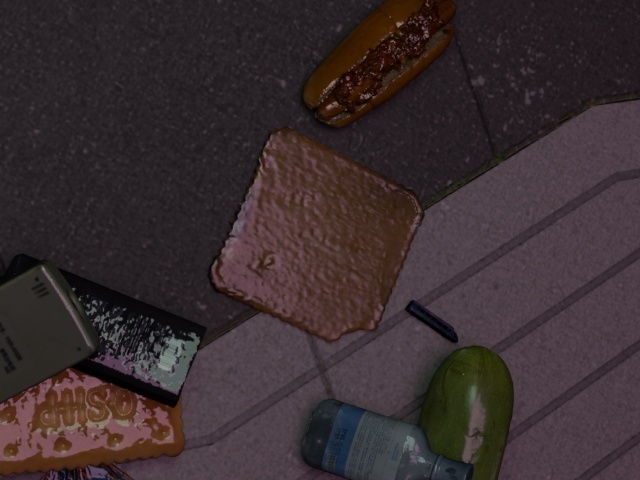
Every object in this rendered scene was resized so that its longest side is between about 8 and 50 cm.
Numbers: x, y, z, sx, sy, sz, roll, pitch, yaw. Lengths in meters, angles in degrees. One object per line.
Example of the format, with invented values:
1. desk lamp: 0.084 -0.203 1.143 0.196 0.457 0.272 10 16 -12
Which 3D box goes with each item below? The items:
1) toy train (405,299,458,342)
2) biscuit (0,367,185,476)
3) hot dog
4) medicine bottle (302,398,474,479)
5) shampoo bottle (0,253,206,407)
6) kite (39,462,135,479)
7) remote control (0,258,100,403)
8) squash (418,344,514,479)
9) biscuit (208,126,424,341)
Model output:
1. toy train: 0.149 0.107 1.695 0.083 0.017 0.017 35 69 -14
2. biscuit: -0.285 0.190 1.524 0.250 0.030 0.160 -3 83 -19
3. hot dog: 0.083 -0.241 1.661 0.249 0.076 0.102 -41 97 -16
4. medicine bottle: 0.084 0.263 1.590 0.209 0.054 0.090 16 80 19
5. shampoo bottle: -0.292 0.090 1.491 0.310 0.071 0.098 23 69 -5
6. kite: -0.273 0.326 1.537 0.241 0.014 0.183 0 87 -20
7. remote control: -0.392 0.135 1.438 0.285 0.038 0.123 -30 99 8
8. squash: 0.164 0.315 1.638 0.118 0.118 0.370 17 83 -18
9. biscuit: 0.000 0.000 1.651 0.237 0.013 0.232 26 79 -15
